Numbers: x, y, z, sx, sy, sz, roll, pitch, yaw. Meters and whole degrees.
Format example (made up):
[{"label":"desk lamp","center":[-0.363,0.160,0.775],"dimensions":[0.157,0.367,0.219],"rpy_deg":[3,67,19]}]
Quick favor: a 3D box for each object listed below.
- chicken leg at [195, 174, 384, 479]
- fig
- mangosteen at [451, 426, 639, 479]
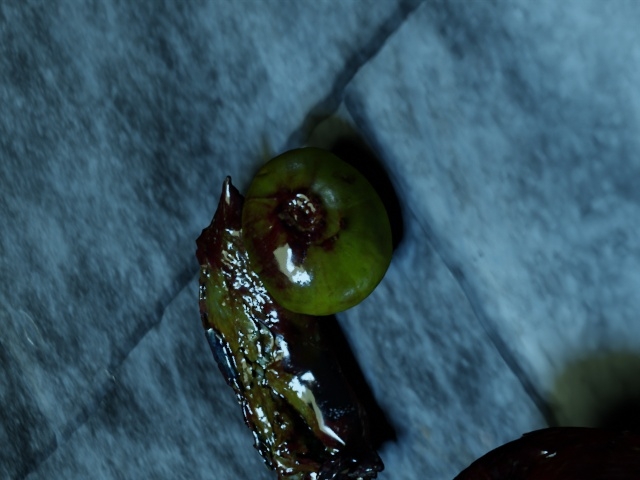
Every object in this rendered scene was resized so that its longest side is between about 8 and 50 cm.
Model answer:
[{"label":"chicken leg","center":[-0.022,0.074,0.823],"dimensions":[0.105,0.063,0.234],"rpy_deg":[-14,100,57]},{"label":"fig","center":[0.000,0.000,0.744],"dimensions":[0.084,0.082,0.098],"rpy_deg":[30,175,17]},{"label":"mangosteen","center":[0.127,0.172,0.613],"dimensions":[0.180,0.166,0.166],"rpy_deg":[45,153,-19]}]
